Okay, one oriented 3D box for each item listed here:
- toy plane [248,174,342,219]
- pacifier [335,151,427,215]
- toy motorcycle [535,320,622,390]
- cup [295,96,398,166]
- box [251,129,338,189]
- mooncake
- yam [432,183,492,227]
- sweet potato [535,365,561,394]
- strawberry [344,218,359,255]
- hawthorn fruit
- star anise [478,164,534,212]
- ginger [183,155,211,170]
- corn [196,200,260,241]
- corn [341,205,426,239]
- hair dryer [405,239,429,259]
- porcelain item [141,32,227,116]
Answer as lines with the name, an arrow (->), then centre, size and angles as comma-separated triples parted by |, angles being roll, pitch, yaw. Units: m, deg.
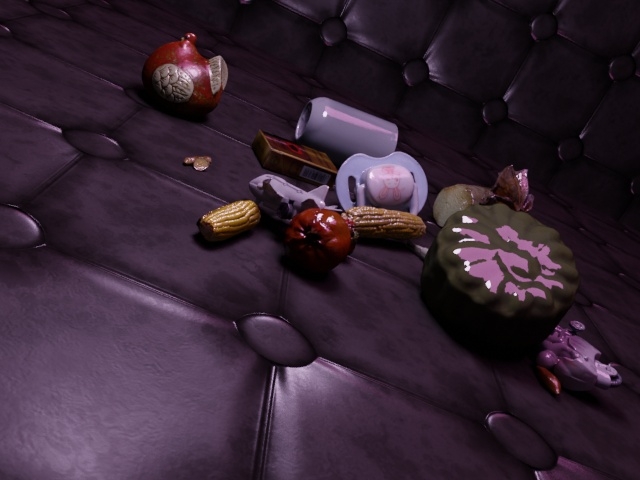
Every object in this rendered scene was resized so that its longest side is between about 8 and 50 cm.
toy plane -> -0.082, -0.097, 1.595 | 0.255, 0.101, 0.251 | 15, -3, 38
pacifier -> 0.168, -0.136, 1.986 | 0.287, 0.239, 0.226 | -9, 1, -16
toy motorcycle -> 0.574, 0.270, 1.606 | 0.170, 0.110, 0.260 | -4, 31, -34
cup -> 0.083, -0.354, 2.304 | 0.312, 0.206, 0.205 | 19, 23, -18
box -> -0.076, -0.245, 2.053 | 0.240, 0.071, 0.159 | 17, 26, -27
mooncake -> 0.424, 0.078, 1.604 | 0.356, 0.194, 0.356 | 6, 44, -6
yam -> 0.507, -0.111, 2.308 | 0.268, 0.161, 0.161 | 1, 33, -48
sweet potato -> 0.513, 0.312, 1.521 | 0.034, 0.034, 0.095 | 17, 26, -26
strawberry -> 0.040, -0.011, 1.627 | 0.106, 0.106, 0.106 | 23, 22, -10
hawthorn fruit -> 0.000, 0.000, 1.495 | 0.148, 0.148, 0.172 | 33, 5, 14
star anise -> 0.602, -0.089, 2.216 | 0.117, 0.332, 0.331 | 21, 13, 40
ginger -> -0.305, -0.201, 1.731 | 0.048, 0.030, 0.097 | 35, 24, 23
corn -> -0.194, -0.042, 1.450 | 0.072, 0.072, 0.203 | 32, 23, 12
corn -> 0.169, -0.046, 1.833 | 0.288, 0.087, 0.086 | 4, 31, -36
hair dryer -> 0.321, 0.085, 1.795 | 0.267, 0.092, 0.229 | 18, 25, 14
porcelain item -> -0.403, -0.503, 2.038 | 0.252, 0.253, 0.253 | 23, 22, -10
